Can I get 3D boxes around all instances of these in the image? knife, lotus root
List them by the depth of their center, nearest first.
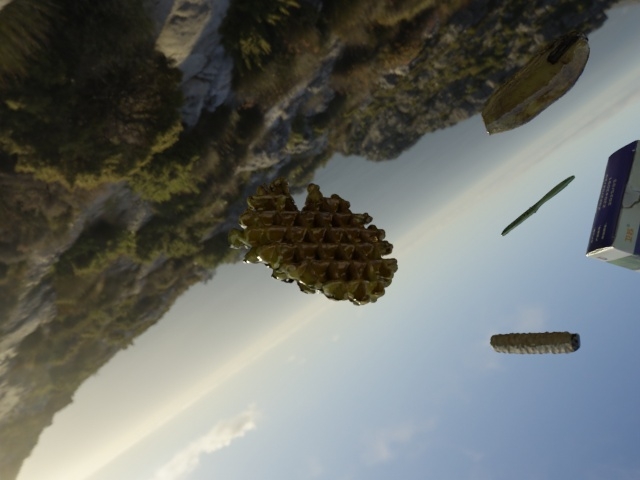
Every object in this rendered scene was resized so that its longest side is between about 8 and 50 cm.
[{"bbox_3d":[0.433,-0.309,1.145,0.258,0.097,0.110,-41,-154,15],"label":"lotus root"},{"bbox_3d":[0.652,-0.101,1.722,0.293,0.019,0.043,-48,-170,43],"label":"knife"}]

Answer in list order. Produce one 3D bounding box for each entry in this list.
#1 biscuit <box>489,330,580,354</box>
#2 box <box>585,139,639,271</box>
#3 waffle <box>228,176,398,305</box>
[{"bbox_3d":[0.522,0.251,1.391,0.219,0.055,0.061,-9,160,42],"label":"biscuit"},{"bbox_3d":[0.647,-0.031,0.991,0.106,0.299,0.200,96,11,-81],"label":"box"},{"bbox_3d":[0.000,0.000,0.791,0.051,0.231,0.229,-60,178,32],"label":"waffle"}]
